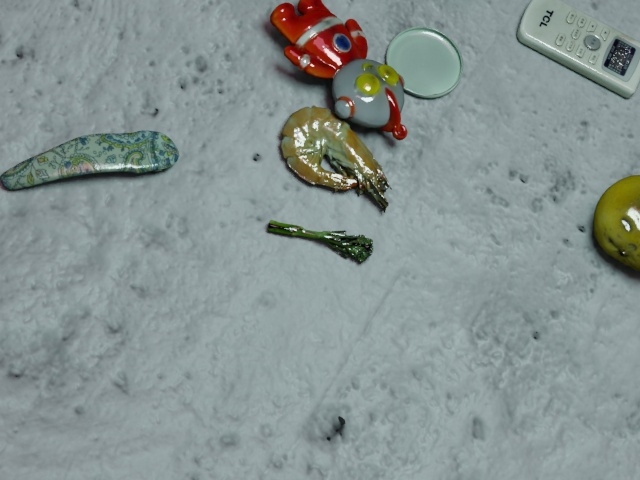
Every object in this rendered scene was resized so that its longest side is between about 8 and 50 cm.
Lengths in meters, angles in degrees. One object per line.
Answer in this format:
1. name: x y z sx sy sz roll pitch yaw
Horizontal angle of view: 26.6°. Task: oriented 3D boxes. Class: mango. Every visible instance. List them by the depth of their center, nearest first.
1. mango: 0.459 -0.026 1.806 0.195 0.098 0.137 -10 68 -20

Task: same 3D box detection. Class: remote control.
1. remote control: 0.373 -0.280 1.920 0.190 0.029 0.087 29 66 1

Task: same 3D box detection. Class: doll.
1. doll: 0.036 -0.229 1.809 0.142 0.076 0.245 -29 72 -36

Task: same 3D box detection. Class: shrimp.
1. shrimp: 0.023 -0.103 1.777 0.180 0.041 0.099 44 69 6

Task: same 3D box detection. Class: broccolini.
1. broccolini: 0.000 0.000 1.747 0.140 0.030 0.035 10 104 -2

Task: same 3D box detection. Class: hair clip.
1. hair clip: -0.291 -0.102 1.717 0.229 0.036 0.066 -12 66 -15

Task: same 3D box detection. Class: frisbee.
1. frisbee: 0.144 -0.246 1.870 0.110 0.014 0.110 3 70 -9
